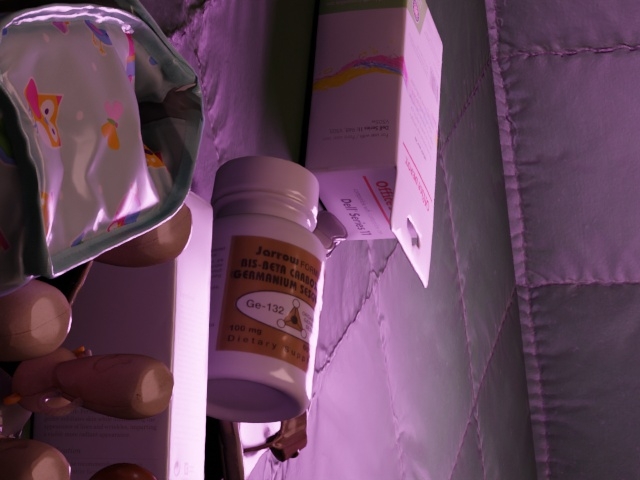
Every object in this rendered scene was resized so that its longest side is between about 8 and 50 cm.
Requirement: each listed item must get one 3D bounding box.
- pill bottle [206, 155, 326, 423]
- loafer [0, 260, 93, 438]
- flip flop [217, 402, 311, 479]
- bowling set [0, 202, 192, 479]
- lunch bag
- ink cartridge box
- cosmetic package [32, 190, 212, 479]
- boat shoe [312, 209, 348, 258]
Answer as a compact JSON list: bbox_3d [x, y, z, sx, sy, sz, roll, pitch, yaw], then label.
[{"bbox_3d":[-0.062,0.044,1.524,0.131,0.131,0.229,59,33,-58],"label":"pill bottle"},{"bbox_3d":[-0.220,0.082,1.074,0.096,0.084,0.267,69,25,-45],"label":"loafer"},{"bbox_3d":[-0.044,0.180,1.657,0.277,0.080,0.112,-26,113,-72],"label":"flip flop"},{"bbox_3d":[-0.190,0.103,0.978,0.287,0.154,0.200,-33,115,-43],"label":"bowling set"},{"bbox_3d":[-0.203,-0.055,0.904,0.262,0.223,0.160,-42,121,-69],"label":"lunch bag"},{"bbox_3d":[0.067,-0.135,1.989,0.207,0.119,0.353,57,34,-61],"label":"ink cartridge box"},{"bbox_3d":[-0.151,0.077,1.254,0.085,0.117,0.231,34,57,-70],"label":"cosmetic package"},{"bbox_3d":[0.000,0.000,1.896,0.046,0.038,0.125,42,20,-5],"label":"boat shoe"}]
